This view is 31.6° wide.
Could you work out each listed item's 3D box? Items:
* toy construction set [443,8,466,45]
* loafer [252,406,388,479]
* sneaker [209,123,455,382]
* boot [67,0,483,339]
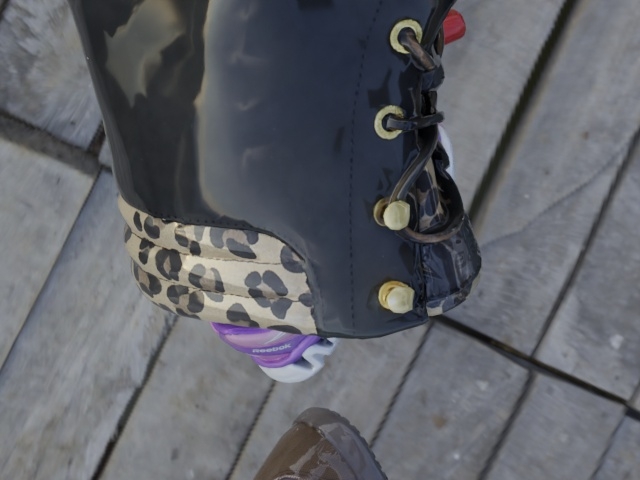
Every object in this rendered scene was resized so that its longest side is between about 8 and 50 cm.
[{"bbox_3d":[-0.073,-0.213,0.854,0.237,0.309,0.257,-25,142,-19],"label":"toy construction set"},{"bbox_3d":[0.043,0.345,1.099,0.130,0.134,0.365,-31,88,-25],"label":"loafer"},{"bbox_3d":[0.000,0.000,0.816,0.105,0.095,0.236,21,111,-45],"label":"sneaker"},{"bbox_3d":[0.045,-0.104,0.507,0.378,0.138,0.284,-2,117,12],"label":"boot"}]
